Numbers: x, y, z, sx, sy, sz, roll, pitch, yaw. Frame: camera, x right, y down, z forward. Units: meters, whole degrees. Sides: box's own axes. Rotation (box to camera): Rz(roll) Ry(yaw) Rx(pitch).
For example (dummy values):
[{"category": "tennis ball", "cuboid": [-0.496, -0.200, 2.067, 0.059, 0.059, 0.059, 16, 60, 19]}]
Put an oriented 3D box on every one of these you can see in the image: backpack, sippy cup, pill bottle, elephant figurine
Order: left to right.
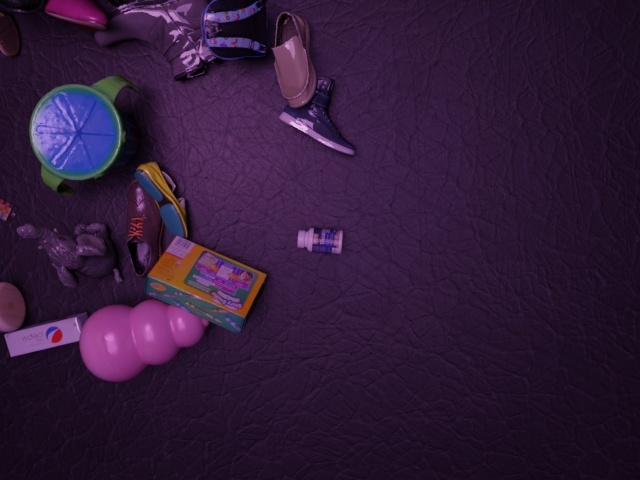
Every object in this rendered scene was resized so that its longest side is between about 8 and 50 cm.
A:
[{"category": "elephant figurine", "cuboid": [-0.650, 0.039, 1.555, 0.186, 0.239, 0.169, 3, 95, 2]}, {"category": "sippy cup", "cuboid": [-0.586, -0.269, 1.535, 0.305, 0.224, 0.240, -20, 93, 4]}, {"category": "backpack", "cuboid": [-0.225, -0.531, 1.483, 0.173, 0.117, 0.158, -18, 117, -32]}, {"category": "pill bottle", "cuboid": [0.000, 0.000, 1.606, 0.120, 0.067, 0.067, 4, 95, 2]}]

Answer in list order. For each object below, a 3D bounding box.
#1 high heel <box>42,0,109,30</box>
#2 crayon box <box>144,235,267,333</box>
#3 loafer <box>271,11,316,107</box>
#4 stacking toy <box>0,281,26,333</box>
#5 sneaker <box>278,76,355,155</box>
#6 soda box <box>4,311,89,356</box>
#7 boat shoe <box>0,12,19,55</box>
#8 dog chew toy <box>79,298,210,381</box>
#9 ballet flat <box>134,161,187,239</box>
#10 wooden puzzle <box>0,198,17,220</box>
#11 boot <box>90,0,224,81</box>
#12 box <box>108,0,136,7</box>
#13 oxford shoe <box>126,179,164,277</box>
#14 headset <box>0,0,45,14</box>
[{"category": "high heel", "cuboid": [-0.632, -0.649, 1.486, 0.377, 0.127, 0.181, 30, 105, 30]}, {"category": "crayon box", "cuboid": [-0.301, 0.116, 1.576, 0.278, 0.165, 0.081, 24, 135, 1]}, {"category": "loafer", "cuboid": [-0.077, -0.468, 1.520, 0.102, 0.092, 0.268, -17, 69, 29]}, {"category": "stacking toy", "cuboid": [-1.007, 0.217, 1.647, 0.330, 0.141, 0.141, -14, 94, 8]}, {"category": "sneaker", "cuboid": [0.024, -0.336, 1.568, 0.226, 0.086, 0.163, 32, 98, 1]}, {"category": "soda box", "cuboid": [-0.761, 0.263, 1.662, 0.216, 0.074, 0.069, -14, 95, 4]}, {"category": "boat shoe", "cuboid": [-0.881, -0.592, 1.610, 0.072, 0.068, 0.190, -5, 105, 37]}, {"category": "dog chew toy", "cuboid": [-0.464, 0.251, 1.593, 0.332, 0.206, 0.207, -16, 94, -5]}, {"category": "ballet flat", "cuboid": [-0.413, -0.113, 1.610, 0.077, 0.077, 0.231, -14, 114, 41]}, {"category": "wooden puzzle", "cuboid": [-0.901, -0.088, 1.674, 0.083, 0.006, 0.049, 28, 96, 0]}, {"category": "boot", "cuboid": [-0.422, -0.522, 1.566, 0.338, 0.118, 0.223, -20, 100, 10]}, {"category": "box", "cuboid": [-0.483, -0.689, 1.476, 0.184, 0.261, 0.103, -30, 93, 4]}, {"category": "oxford shoe", "cuboid": [-0.482, -0.033, 1.612, 0.097, 0.098, 0.271, -7, 94, 3]}, {"category": "headset", "cuboid": [-0.712, -0.672, 1.377, 0.394, 0.185, 0.243, 11, 83, 45]}]
